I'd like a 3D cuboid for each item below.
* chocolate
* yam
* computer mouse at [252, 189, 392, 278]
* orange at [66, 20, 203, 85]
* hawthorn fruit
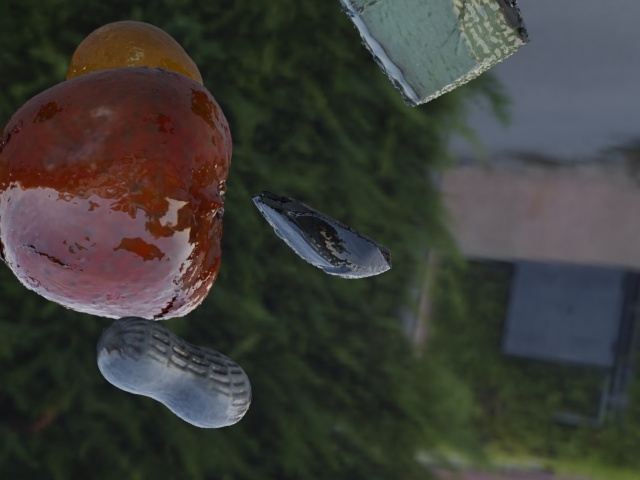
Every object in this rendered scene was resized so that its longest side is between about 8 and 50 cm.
[{"bbox_3d":[-0.130,0.121,1.408,0.167,0.072,0.072,32,163,-33],"label":"chocolate"},{"bbox_3d":[0.130,-0.312,1.889,0.202,0.271,0.201,-23,-163,23],"label":"yam"},{"bbox_3d":[0.000,0.000,1.833,0.192,0.062,0.106,25,-176,-23],"label":"computer mouse"},{"bbox_3d":[-0.226,-0.186,1.923,0.177,0.155,0.177,40,175,4],"label":"orange"},{"bbox_3d":[-0.241,-0.044,1.590,0.308,0.276,0.276,-4,178,-14],"label":"hawthorn fruit"}]
